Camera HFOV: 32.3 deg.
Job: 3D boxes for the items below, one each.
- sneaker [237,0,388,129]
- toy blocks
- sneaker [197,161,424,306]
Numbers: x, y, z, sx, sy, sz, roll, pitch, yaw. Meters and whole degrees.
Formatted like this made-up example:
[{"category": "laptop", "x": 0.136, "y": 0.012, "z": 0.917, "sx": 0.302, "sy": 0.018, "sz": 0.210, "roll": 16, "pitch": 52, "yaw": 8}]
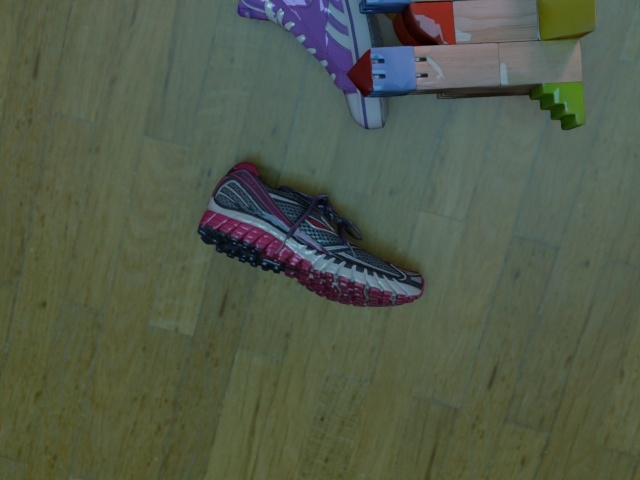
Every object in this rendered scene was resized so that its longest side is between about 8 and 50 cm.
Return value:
[{"category": "sneaker", "x": -0.012, "y": -0.260, "z": 1.357, "sx": 0.161, "sy": 0.102, "sz": 0.282, "roll": -14, "pitch": 91, "yaw": 11}, {"category": "toy blocks", "x": 0.147, "y": -0.310, "z": 1.252, "sx": 0.261, "sy": 0.191, "sz": 0.381, "roll": -3, "pitch": 89, "yaw": -8}, {"category": "sneaker", "x": 0.000, "y": 0.000, "z": 1.405, "sx": 0.299, "sy": 0.121, "sz": 0.112, "roll": 25, "pitch": 73, "yaw": -9}]
